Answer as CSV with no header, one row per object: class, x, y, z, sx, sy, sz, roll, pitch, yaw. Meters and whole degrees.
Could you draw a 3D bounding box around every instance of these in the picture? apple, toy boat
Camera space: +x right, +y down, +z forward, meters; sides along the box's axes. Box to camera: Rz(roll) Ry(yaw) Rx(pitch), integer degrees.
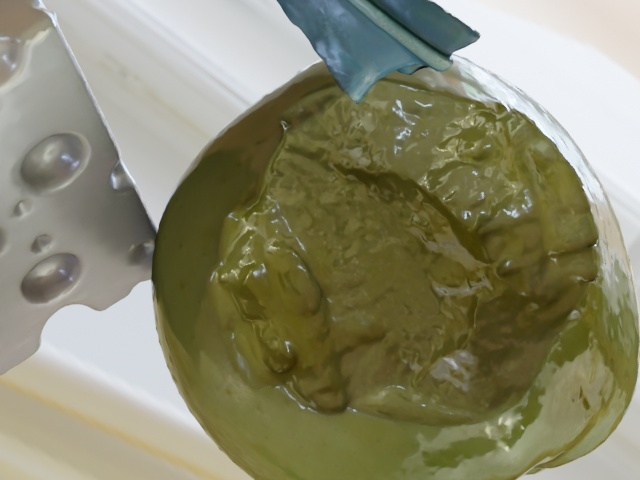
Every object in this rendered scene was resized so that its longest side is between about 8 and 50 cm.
apple,0.038,0.031,0.949,0.279,0.279,0.279,-53,178,-3
toy boat,-0.001,-0.169,0.833,0.098,0.238,0.109,-39,156,10

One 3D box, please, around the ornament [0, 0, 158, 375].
ornament,-0.264,-0.063,0.951,0.239,0.240,0.239,-32,147,-10
